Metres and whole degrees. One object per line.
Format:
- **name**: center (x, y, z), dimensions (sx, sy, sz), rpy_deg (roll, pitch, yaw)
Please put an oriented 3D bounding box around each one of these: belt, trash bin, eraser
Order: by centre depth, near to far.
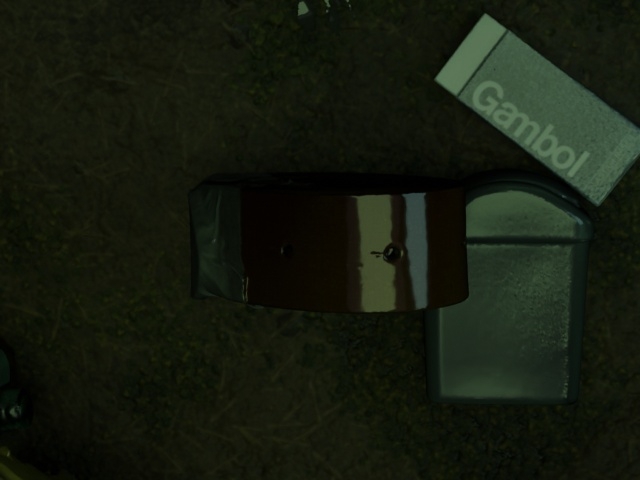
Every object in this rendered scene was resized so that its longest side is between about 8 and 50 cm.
- **belt**: center (0.000, 0.000, 1.361), dimensions (0.217, 0.338, 0.122), rpy_deg (-7, 98, -35)
- **eraser**: center (0.225, -0.134, 1.442), dimensions (0.212, 0.046, 0.092), rpy_deg (37, 100, -2)
- **trash bin**: center (0.187, 0.045, 1.451), dimensions (0.177, 0.101, 0.236), rpy_deg (0, 102, 3)

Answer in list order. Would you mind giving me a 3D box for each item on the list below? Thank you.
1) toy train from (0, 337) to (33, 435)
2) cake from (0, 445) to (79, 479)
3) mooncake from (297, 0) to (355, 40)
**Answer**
- **toy train**: center (-0.469, 0.163, 1.508), dimensions (0.326, 0.129, 0.159), rpy_deg (-5, 93, 6)
- **cake**: center (-0.281, 0.366, 1.463), dimensions (0.286, 0.222, 0.227), rpy_deg (31, 87, -3)
- **mooncake**: center (0.139, -0.290, 1.417), dimensions (0.347, 0.057, 0.150), rpy_deg (-5, 87, 8)
